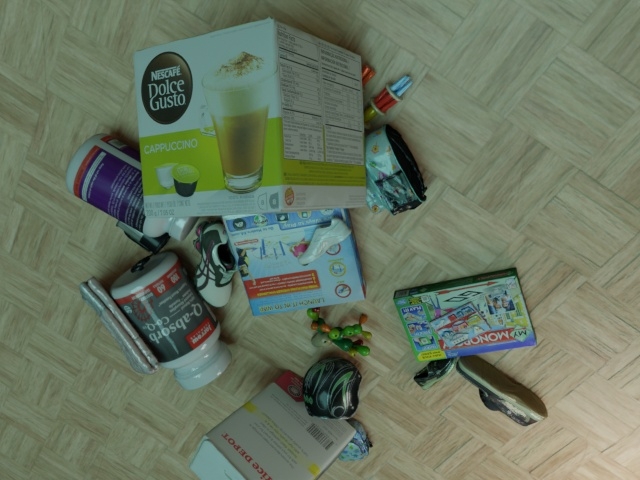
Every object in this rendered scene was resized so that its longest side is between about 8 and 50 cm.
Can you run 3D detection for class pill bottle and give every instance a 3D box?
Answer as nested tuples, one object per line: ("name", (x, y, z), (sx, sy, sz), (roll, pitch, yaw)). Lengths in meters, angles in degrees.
("pill bottle", (-0.415, 0.230, 1.727), (0.210, 0.210, 0.362), (-20, 111, 25))
("pill bottle", (-0.472, -0.128, 1.566), (0.323, 0.181, 0.181), (30, 122, 0))

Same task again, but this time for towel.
("towel", (-0.586, 0.257, 1.750), (0.316, 0.053, 0.332), (54, 157, -4))

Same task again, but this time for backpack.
("backpack", (0.146, -0.162, 1.374), (0.145, 0.166, 0.188), (-18, 108, 18))
("backpack", (0.092, 0.614, 1.857), (0.105, 0.084, 0.114), (-13, 110, 20))

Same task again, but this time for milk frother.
("milk frother", (-0.506, -0.003, 1.667), (0.135, 0.143, 0.129), (37, 126, -5))

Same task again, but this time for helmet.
("helmet", (0.032, 0.411, 1.713), (0.170, 0.169, 0.161), (4, 89, 14))

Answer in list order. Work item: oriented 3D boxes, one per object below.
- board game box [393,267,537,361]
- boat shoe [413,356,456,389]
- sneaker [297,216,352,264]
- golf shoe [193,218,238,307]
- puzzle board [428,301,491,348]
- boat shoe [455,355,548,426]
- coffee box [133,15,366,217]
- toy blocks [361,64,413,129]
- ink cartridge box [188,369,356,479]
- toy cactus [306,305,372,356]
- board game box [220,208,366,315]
("board game box", (0.373, 0.199, 1.571), (0.318, 0.046, 0.213), (-14, 112, 23))
("boat shoe", (0.313, 0.358, 1.668), (0.049, 0.056, 0.152), (33, 122, -8))
("sneaker", (0.000, 0.000, 1.461), (0.152, 0.053, 0.061), (-38, 102, 13))
("golf shoe", (-0.277, 0.079, 1.642), (0.120, 0.105, 0.272), (29, 131, 43))
("puzzle board", (0.357, 0.221, 1.553), (0.128, 0.011, 0.096), (-33, 104, 29))
("boat shoe", (0.473, 0.412, 1.625), (0.285, 0.102, 0.092), (32, 117, -9))
("coffee box", (-0.131, -0.222, 1.234), (0.338, 0.338, 0.333), (-1, 94, 31))
("toy blocks", (0.119, -0.338, 1.351), (0.123, 0.054, 0.148), (45, 120, -10))
("ink cartridge box", (-0.128, 0.581, 1.690), (0.279, 0.385, 0.160), (40, 124, 17))
("toy cactus", (0.034, 0.251, 1.676), (0.219, 0.112, 0.181), (29, 147, -22))
("board game box", (-0.061, 0.027, 1.555), (0.309, 0.086, 0.301), (-9, 115, 10))
